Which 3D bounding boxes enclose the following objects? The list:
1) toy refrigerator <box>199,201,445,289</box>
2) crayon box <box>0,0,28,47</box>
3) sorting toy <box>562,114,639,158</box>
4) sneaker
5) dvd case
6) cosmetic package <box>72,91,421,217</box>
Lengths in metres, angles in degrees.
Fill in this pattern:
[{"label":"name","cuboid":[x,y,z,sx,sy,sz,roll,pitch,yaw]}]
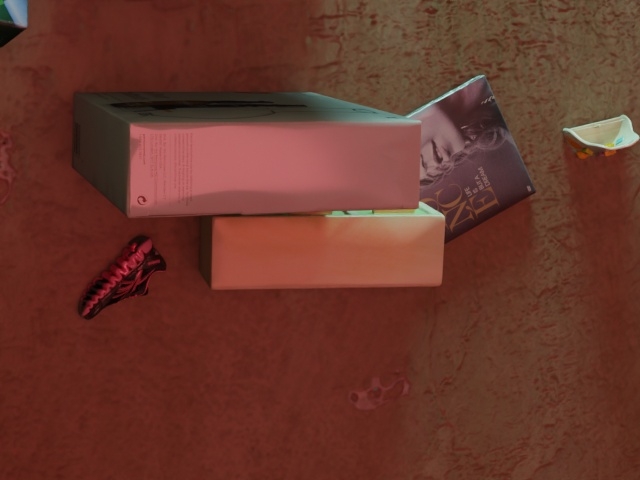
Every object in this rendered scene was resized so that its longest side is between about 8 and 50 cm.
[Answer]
[{"label":"toy refrigerator","cuboid":[0.000,0.000,1.740,0.270,0.102,0.094,0,101,-12]},{"label":"crayon box","cuboid":[-0.454,-0.322,1.498,0.323,0.083,0.203,6,77,-32]},{"label":"sorting toy","cuboid":[0.354,-0.123,1.853,0.083,0.075,0.044,-14,102,-14]},{"label":"sneaker","cuboid":[-0.225,0.053,1.725,0.119,0.047,0.057,-45,120,-4]},{"label":"dvd case","cuboid":[0.137,-0.078,1.824,0.221,0.018,0.164,-29,106,-10]},{"label":"cosmetic package","cuboid":[-0.092,-0.098,1.562,0.284,0.377,0.097,0,100,-18]}]
